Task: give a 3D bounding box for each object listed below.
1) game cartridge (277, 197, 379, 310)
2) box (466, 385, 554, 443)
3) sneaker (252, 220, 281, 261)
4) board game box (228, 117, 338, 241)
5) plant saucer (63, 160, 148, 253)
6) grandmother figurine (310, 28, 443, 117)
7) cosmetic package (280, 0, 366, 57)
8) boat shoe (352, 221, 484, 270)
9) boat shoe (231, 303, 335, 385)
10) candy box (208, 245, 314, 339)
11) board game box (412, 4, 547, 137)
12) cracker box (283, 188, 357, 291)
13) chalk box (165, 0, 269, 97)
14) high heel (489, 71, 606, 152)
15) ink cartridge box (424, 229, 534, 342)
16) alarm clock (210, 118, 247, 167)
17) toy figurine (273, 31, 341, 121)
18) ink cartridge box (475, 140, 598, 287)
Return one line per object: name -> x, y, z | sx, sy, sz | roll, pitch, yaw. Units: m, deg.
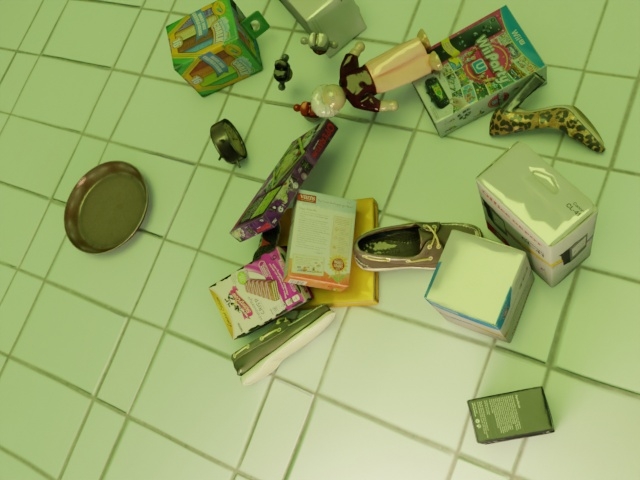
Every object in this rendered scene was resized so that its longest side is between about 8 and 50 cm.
game cartridge -> -0.004, 0.041, 1.711 | 0.324, 0.053, 0.285 | -6, 70, 22
box -> 0.408, 0.376, 1.370 | 0.158, 0.156, 0.093 | -16, 68, 15
sneaker -> -0.137, 0.008, 1.722 | 0.057, 0.075, 0.161 | 18, 107, 7
board game box -> -0.096, -0.157, 1.688 | 0.208, 0.056, 0.347 | -13, 40, 55
plant saucer -> -0.661, -0.100, 2.010 | 0.311, 0.050, 0.310 | -7, 70, 20
grandmother figurine -> 0.128, -0.423, 1.666 | 0.342, 0.104, 0.208 | -27, 69, 5
cosmetic package -> -0.040, -0.747, 1.911 | 0.155, 0.197, 0.365 | -37, 62, 6
boat shoe -> 0.240, 0.008, 1.570 | 0.324, 0.097, 0.116 | -6, 71, 6
boat shoe -> -0.099, 0.249, 1.638 | 0.305, 0.109, 0.091 | -38, 67, 10
candy box -> -0.156, 0.136, 1.662 | 0.233, 0.071, 0.159 | -31, 80, 20
board game box -> 0.402, -0.443, 1.690 | 0.303, 0.097, 0.224 | -27, 65, 10
cracker box -> 0.000, 0.000, 1.608 | 0.156, 0.067, 0.232 | 11, 70, -11
chalk box -> -0.295, -0.603, 1.968 | 0.289, 0.180, 0.179 | -21, 66, 15
high heel -> 0.557, -0.265, 1.599 | 0.261, 0.093, 0.186 | 48, 120, 12
ink cartridge box -> 0.362, 0.108, 1.438 | 0.168, 0.233, 0.171 | 19, 80, 28
alarm clock -> -0.273, -0.299, 1.892 | 0.064, 0.129, 0.192 | -24, 37, 15
toy figurine -> -0.013, -0.458, 1.797 | 0.213, 0.148, 0.209 | -40, 93, 8
ink cartridge box -> 0.471, -0.048, 1.408 | 0.131, 0.306, 0.226 | -42, 62, 3
